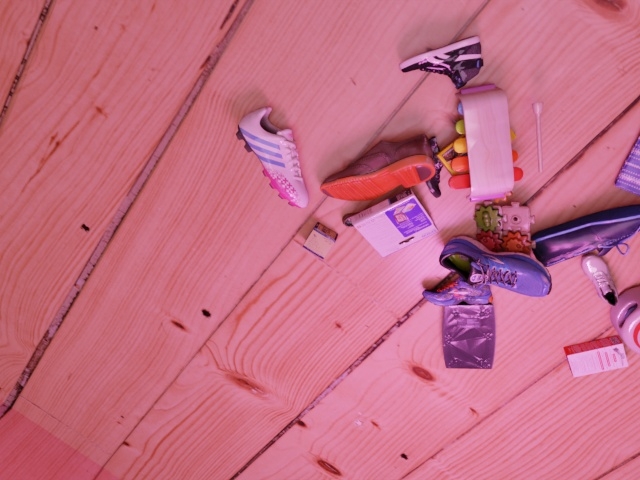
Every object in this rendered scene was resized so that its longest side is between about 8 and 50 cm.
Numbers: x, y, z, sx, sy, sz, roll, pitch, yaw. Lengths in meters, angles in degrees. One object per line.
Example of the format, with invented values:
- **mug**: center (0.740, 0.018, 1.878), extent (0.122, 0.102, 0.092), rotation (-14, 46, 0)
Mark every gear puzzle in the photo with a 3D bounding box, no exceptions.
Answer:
- **gear puzzle**: center (0.542, -0.032, 1.417), extent (0.176, 0.044, 0.338), rotation (6, 117, 36)

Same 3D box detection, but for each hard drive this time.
- **hard drive**: center (0.498, 0.317, 1.605), extent (0.172, 0.054, 0.254), rotation (-2, 112, 12)

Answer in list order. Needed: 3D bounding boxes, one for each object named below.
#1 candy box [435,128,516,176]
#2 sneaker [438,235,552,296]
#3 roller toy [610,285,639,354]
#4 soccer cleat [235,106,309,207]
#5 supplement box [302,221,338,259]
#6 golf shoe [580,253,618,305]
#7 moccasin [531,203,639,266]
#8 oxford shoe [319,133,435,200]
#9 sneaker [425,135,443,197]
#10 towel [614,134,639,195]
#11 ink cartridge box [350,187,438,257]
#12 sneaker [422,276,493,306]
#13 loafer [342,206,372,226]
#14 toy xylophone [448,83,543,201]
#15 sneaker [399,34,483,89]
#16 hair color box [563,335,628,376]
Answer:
- **candy box**: center (0.442, -0.269, 1.355), extent (0.206, 0.027, 0.105), rotation (-39, 104, 9)
- **sneaker**: center (0.498, 0.097, 1.393), extent (0.330, 0.147, 0.129), rotation (20, 125, 34)
- **roller toy**: center (0.997, 0.248, 1.430), extent (0.191, 0.146, 0.209), rotation (-22, 108, 19)
- **soccer cleat**: center (-0.115, -0.251, 1.443), extent (0.143, 0.116, 0.331), rotation (-32, 103, 22)
- **supplement box**: center (0.000, 0.000, 1.562), extent (0.083, 0.056, 0.083), rotation (31, 115, -3)
- **golf shoe**: center (0.853, 0.120, 1.437), extent (0.069, 0.086, 0.176), rotation (-32, 102, 23)
- **moccasin**: center (0.796, -0.011, 1.377), extent (0.342, 0.138, 0.116), rotation (-18, 99, 31)
- **oxford shoe**: center (0.164, -0.213, 1.423), extent (0.364, 0.132, 0.130), rotation (-12, 152, 28)
- **sneaker**: center (0.341, -0.215, 1.408), extent (0.089, 0.051, 0.170), rotation (-27, 103, 23)
- **towel**: center (0.966, -0.252, 1.236), extent (0.243, 0.040, 0.335), rotation (28, 119, 25)
- **ink cartridge box**: center (0.233, -0.049, 1.479), extent (0.206, 0.045, 0.208), rotation (-27, 136, 19)
- **sneaker**: center (0.441, 0.160, 1.545), extent (0.222, 0.083, 0.087), rotation (-5, 99, 7)
- **loafer**: center (0.139, -0.068, 1.509), extent (0.148, 0.050, 0.056), rotation (-16, 110, 18)
- **toy xylophone**: center (0.477, -0.263, 1.296), extent (0.237, 0.081, 0.322), rotation (0, 101, 2)
- **sneaker**: center (0.331, -0.460, 1.288), extent (0.217, 0.079, 0.121), rotation (-14, 108, 15)
- **hair color box**: center (0.899, 0.380, 1.557), extent (0.167, 0.053, 0.093), rotation (-18, 107, 19)
